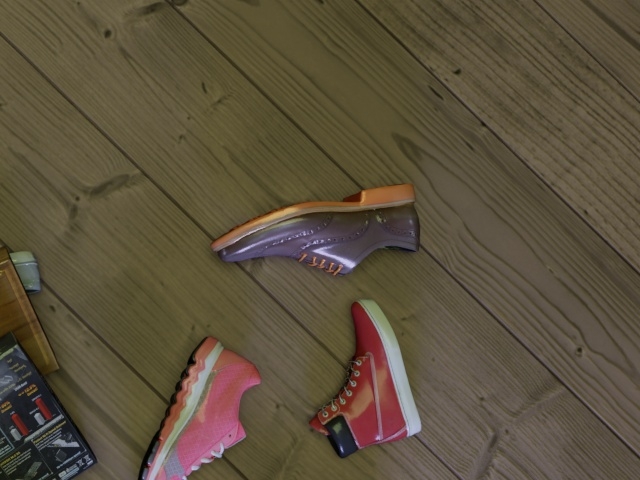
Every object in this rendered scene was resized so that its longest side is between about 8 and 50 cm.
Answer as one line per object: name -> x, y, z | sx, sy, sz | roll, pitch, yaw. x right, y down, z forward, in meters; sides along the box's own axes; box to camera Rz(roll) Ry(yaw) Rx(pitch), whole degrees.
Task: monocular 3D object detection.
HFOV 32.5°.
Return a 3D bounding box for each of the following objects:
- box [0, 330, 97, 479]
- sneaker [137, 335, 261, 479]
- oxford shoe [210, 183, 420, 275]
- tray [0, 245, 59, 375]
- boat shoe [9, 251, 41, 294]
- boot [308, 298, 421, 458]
box -> -0.534, 0.323, 1.663 | 0.307, 0.076, 0.242 | -34, 114, -13
sneaker -> -0.192, 0.315, 1.754 | 0.136, 0.116, 0.314 | 25, 77, -6
oxford shoe -> 0.000, 0.000, 1.841 | 0.363, 0.130, 0.133 | -12, 88, -12
tray -> -0.634, 0.186, 1.678 | 0.411, 0.076, 0.203 | -24, 114, -14
boat shoe -> -0.559, 0.084, 1.751 | 0.227, 0.079, 0.081 | -17, 79, -15
boot -> 0.050, 0.229, 1.828 | 0.176, 0.088, 0.244 | -16, 86, -11
